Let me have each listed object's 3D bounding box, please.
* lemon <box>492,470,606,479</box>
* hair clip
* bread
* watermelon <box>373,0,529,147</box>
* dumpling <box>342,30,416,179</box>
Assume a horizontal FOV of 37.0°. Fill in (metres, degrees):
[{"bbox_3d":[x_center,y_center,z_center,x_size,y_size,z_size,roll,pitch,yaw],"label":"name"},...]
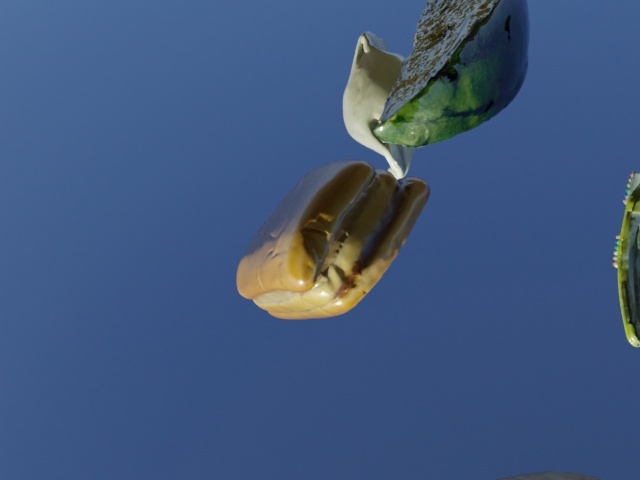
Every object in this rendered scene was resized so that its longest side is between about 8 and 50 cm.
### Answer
[{"bbox_3d":[0.163,0.296,0.631,0.293,0.293,0.293,-13,-127,17],"label":"lemon"},{"bbox_3d":[0.351,0.022,1.041,0.033,0.060,0.188,177,-82,-67],"label":"hair clip"},{"bbox_3d":[0.000,0.000,0.704,0.116,0.077,0.200,-61,-168,-13],"label":"bread"},{"bbox_3d":[0.146,-0.208,0.973,0.129,0.123,0.301,1,-135,21],"label":"watermelon"},{"bbox_3d":[0.097,-0.171,1.289,0.124,0.151,0.228,-14,-124,23],"label":"dumpling"}]
